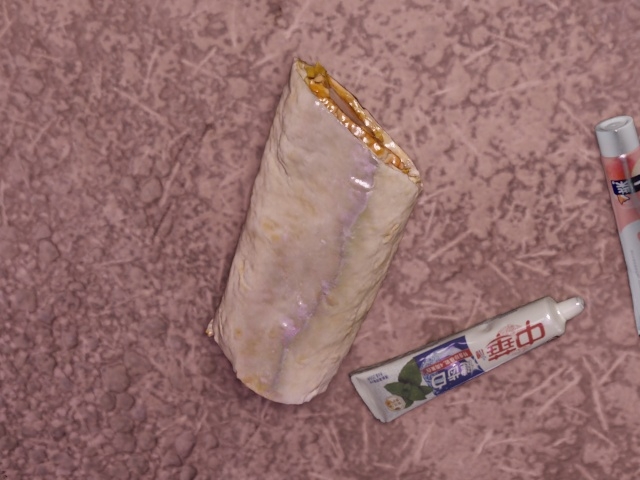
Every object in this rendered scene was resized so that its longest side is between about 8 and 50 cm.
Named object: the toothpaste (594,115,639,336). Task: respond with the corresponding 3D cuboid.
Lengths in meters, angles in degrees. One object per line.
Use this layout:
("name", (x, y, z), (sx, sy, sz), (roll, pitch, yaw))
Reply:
("toothpaste", (0.282, -0.010, 1.316), (0.056, 0.036, 0.205), (-15, 111, 13))

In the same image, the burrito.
("burrito", (-0.004, -0.002, 1.330), (0.143, 0.105, 0.299), (22, 114, 5))

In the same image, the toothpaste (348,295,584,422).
("toothpaste", (0.137, 0.104, 1.381), (0.233, 0.038, 0.060), (-26, 102, 21))
